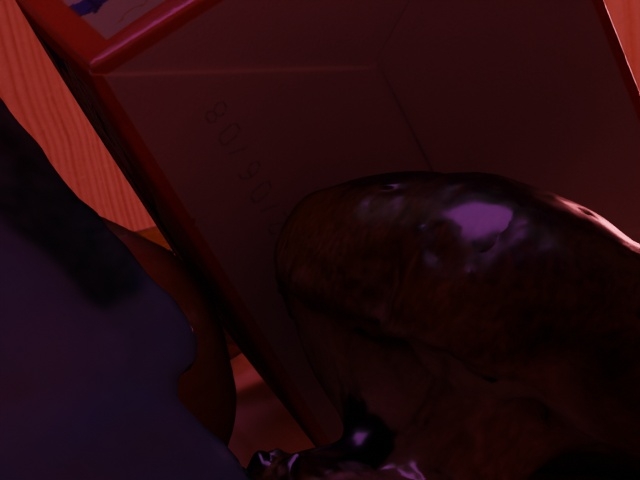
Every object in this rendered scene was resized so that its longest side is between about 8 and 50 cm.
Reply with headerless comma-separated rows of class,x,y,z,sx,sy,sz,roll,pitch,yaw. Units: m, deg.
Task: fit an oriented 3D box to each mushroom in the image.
mushroom,0.081,0.076,0.771,0.254,0.267,0.267,-46,2,10

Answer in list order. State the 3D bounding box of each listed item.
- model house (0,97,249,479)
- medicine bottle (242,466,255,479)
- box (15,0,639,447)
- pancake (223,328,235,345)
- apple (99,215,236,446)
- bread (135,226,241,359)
model house,-0.262,0.137,0.492,0.339,0.297,0.360,-46,1,36
medicine bottle,-0.082,0.177,0.713,0.095,0.064,0.260,-12,8,15
box,0.020,-0.095,0.979,0.318,0.349,0.257,-34,30,-6
pancake,0.000,0.001,1.222,0.282,0.282,0.049,-16,45,-19
apple,-0.178,0.091,0.868,0.242,0.242,0.241,-8,5,35
bread,-0.157,0.065,1.385,0.195,0.143,0.269,-6,12,28
